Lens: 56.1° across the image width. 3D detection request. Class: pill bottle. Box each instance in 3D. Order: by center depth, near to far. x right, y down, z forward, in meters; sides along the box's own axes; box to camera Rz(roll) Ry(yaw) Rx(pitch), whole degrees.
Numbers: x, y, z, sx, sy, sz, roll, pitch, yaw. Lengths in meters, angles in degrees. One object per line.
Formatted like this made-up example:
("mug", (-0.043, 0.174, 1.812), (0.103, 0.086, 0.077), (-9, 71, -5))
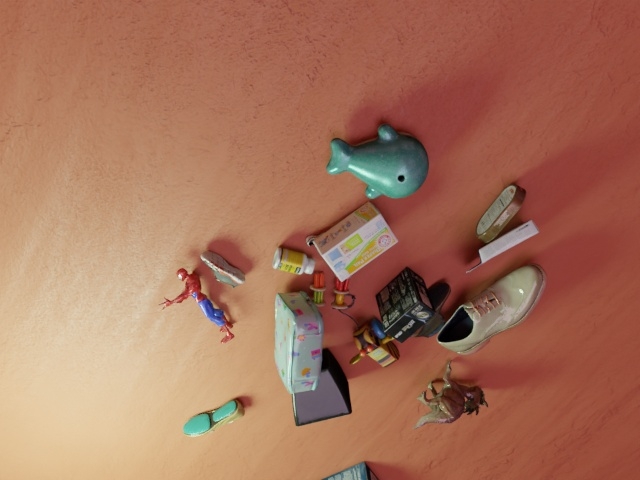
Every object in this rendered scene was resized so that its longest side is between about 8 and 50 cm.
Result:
("pill bottle", (-0.078, 0.064, 1.777), (0.116, 0.065, 0.065), (14, 119, -13))

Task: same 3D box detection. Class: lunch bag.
("lunch bag", (-0.070, 0.296, 1.815), (0.107, 0.224, 0.279), (-2, 110, -17))

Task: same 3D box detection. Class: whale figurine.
("whale figurine", (0.156, -0.200, 1.597), (0.272, 0.141, 0.216), (7, 120, -9))

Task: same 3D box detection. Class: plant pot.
("plant pot", (-0.011, 0.467, 1.969), (0.187, 0.188, 0.167), (-14, 108, 3))

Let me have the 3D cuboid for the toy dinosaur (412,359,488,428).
("toy dinosaur", (0.449, 0.553, 2.034), (0.200, 0.295, 0.127), (41, 145, 15))

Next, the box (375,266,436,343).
("box", (0.255, 0.194, 1.819), (0.077, 0.180, 0.147), (36, 111, -23))

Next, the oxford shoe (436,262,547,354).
("oxford shoe", (0.528, 0.217, 1.859), (0.146, 0.140, 0.397), (17, 120, -45))

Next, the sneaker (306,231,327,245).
("sneaker", (0.000, 0.000, 1.763), (0.083, 0.037, 0.032), (-13, 119, 1))

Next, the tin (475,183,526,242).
("tin", (0.514, -0.078, 1.723), (0.040, 0.106, 0.190), (29, 114, -14))

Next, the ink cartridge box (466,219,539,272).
("ink cartridge box", (0.510, 0.019, 1.730), (0.224, 0.223, 0.045), (-32, 81, 11))

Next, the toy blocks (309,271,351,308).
("toy blocks", (0.030, 0.128, 1.833), (0.123, 0.054, 0.148), (7, 106, 3))

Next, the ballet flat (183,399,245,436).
("ballet flat", (-0.366, 0.631, 2.087), (0.232, 0.080, 0.073), (-26, 135, 12))

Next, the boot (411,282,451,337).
("boot", (0.363, 0.227, 1.926), (0.106, 0.082, 0.219), (19, 117, -38))

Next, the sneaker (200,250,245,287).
("sneaker", (-0.299, 0.095, 1.780), (0.158, 0.061, 0.065), (39, 117, -24))

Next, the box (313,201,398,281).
("box", (0.100, 0.002, 1.713), (0.203, 0.103, 0.114), (-36, 118, 2))

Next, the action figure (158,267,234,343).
("action figure", (-0.384, 0.205, 1.816), (0.139, 0.091, 0.280), (-25, 120, -1))

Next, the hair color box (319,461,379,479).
("hair color box", (0.061, 1.009, 2.335), (0.347, 0.105, 0.174), (-27, 119, 11))

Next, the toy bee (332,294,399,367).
("toy bee", (0.149, 0.328, 1.903), (0.298, 0.162, 0.195), (25, 117, -19))
